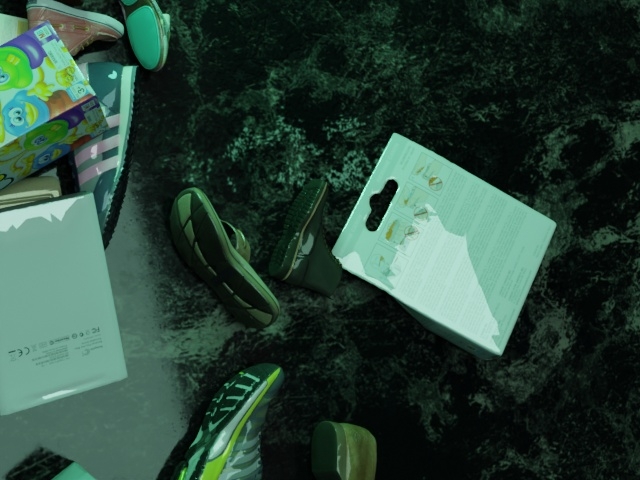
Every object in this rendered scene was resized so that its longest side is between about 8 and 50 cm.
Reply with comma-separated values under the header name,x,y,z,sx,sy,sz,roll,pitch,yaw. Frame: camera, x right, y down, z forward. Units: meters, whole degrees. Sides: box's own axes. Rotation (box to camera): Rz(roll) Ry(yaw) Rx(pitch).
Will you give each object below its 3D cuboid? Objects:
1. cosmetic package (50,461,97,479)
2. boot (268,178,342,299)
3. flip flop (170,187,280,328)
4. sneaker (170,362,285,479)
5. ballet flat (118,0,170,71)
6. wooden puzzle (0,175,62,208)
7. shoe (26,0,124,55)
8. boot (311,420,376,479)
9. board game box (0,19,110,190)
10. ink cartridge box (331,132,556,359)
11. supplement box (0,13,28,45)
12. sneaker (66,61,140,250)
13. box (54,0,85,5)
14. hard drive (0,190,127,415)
name,x,y,z,sx,sy,sz,roll,pitch,yaw
cosmetic package,-0.264,0.519,1.345,0.097,0.284,0.377,-40,102,-25
boot,0.000,0.000,1.659,0.137,0.077,0.198,27,86,-26
flip flop,-0.158,0.028,1.560,0.277,0.112,0.080,52,40,-10
sneaker,-0.143,0.347,1.537,0.121,0.111,0.300,39,74,-28
ballet flat,-0.304,-0.400,1.546,0.221,0.077,0.079,66,28,-6
wooden puzzle,-0.505,0.025,1.417,0.221,0.044,0.239,-10,85,-27
shoe,-0.400,-0.332,1.472,0.178,0.063,0.081,6,83,-51
boot,0.046,0.482,1.610,0.115,0.112,0.305,13,76,-36
board game box,-0.477,-0.177,1.338,0.275,0.142,0.144,-32,81,-11
ink cartridge box,0.239,0.013,1.784,0.385,0.091,0.308,29,72,-4
supplement box,-0.489,-0.326,1.461,0.098,0.036,0.062,7,81,-28
sneaker,-0.378,-0.138,1.475,0.131,0.112,0.319,8,80,-5
box,-0.411,-0.595,1.446,0.143,0.191,0.381,5,83,-26
hard drive,-0.422,0.095,1.381,0.203,0.040,0.307,-15,107,-25
